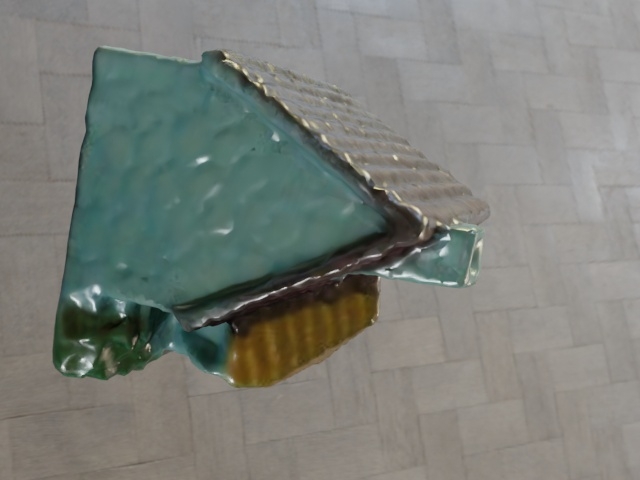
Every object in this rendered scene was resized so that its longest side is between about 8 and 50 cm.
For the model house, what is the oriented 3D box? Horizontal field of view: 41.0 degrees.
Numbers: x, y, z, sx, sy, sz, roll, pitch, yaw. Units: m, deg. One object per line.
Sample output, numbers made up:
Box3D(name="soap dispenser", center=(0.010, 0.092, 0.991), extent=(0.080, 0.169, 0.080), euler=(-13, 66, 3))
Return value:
Box3D(name="model house", center=(0.000, 0.000, 0.606), extent=(0.280, 0.248, 0.230), euler=(-14, 117, -69))
